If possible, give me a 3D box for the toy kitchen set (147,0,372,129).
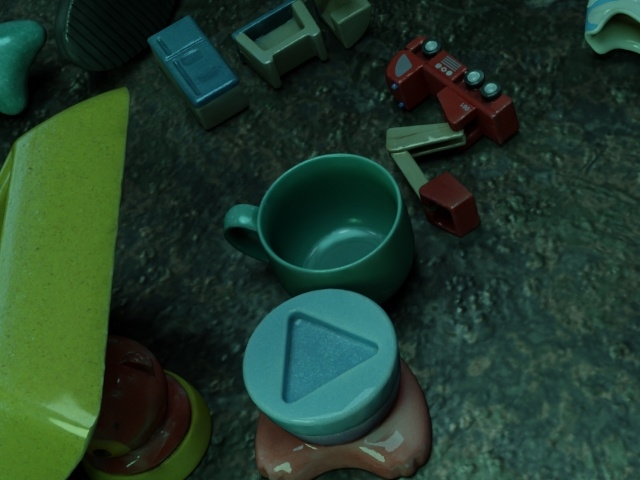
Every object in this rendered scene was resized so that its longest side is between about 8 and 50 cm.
[{"bbox_3d":[-0.075,-0.247,1.515,0.207,0.166,0.122,-31,52,-8],"label":"toy kitchen set"}]

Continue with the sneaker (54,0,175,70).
[{"bbox_3d":[-0.231,-0.313,1.659,0.146,0.122,0.330,-6,52,35],"label":"sneaker"}]

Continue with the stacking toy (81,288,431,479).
[{"bbox_3d":[-0.067,0.175,1.227,0.309,0.130,0.279,-14,52,7],"label":"stacking toy"}]

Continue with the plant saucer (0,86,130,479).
[{"bbox_3d":[-0.258,0.080,1.241,0.081,0.332,0.332,17,51,-21],"label":"plant saucer"}]

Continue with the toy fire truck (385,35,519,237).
[{"bbox_3d":[0.110,-0.102,1.431,0.135,0.047,0.192,-40,53,-12],"label":"toy fire truck"}]

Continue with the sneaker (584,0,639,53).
[{"bbox_3d":[0.358,-0.202,1.414,0.229,0.087,0.092,12,66,32],"label":"sneaker"}]

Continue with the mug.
[{"bbox_3d":[0.009,-0.004,1.356,0.129,0.097,0.158,-44,54,-16],"label":"mug"}]

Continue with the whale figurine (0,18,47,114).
[{"bbox_3d":[-0.421,-0.209,1.548,0.272,0.141,0.216,18,98,-11],"label":"whale figurine"}]
